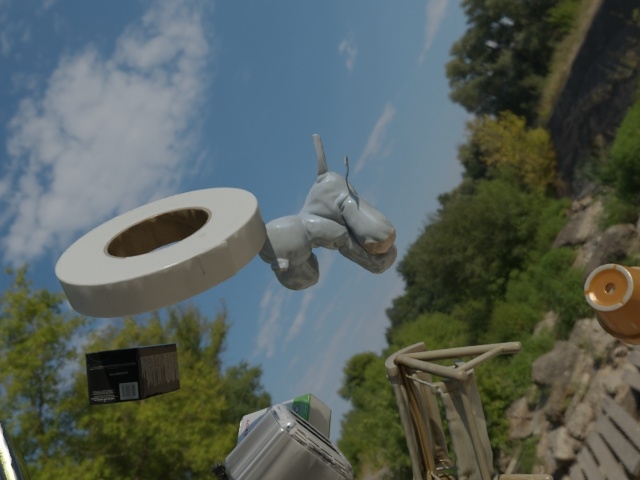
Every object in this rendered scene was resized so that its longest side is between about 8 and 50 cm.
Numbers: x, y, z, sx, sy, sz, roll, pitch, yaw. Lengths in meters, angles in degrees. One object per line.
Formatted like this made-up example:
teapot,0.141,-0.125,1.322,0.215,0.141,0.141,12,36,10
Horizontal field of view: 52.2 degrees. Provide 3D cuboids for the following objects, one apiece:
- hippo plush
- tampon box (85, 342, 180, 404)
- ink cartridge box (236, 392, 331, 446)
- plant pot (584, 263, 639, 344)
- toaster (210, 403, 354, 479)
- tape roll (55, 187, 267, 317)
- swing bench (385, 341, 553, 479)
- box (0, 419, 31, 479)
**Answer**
hippo plush,0.000,0.000,1.323,0.236,0.234,0.294,-36,-43,-12
tampon box,-0.376,0.268,1.323,0.161,0.120,0.102,23,-121,-75
ink cartridge box,-0.091,0.479,1.556,0.219,0.092,0.160,-26,38,30
plant pot,0.792,0.151,1.705,0.188,0.205,0.205,25,-86,-37
toaster,-0.055,0.376,1.084,0.146,0.227,0.129,-50,16,-7
tape roll,-0.290,0.010,1.216,0.392,0.391,0.072,-45,-53,-49
swing bench,0.234,0.323,1.152,0.165,0.253,0.254,-15,1,-37
box,-0.673,0.520,1.443,0.045,0.184,0.191,-21,-38,-23
